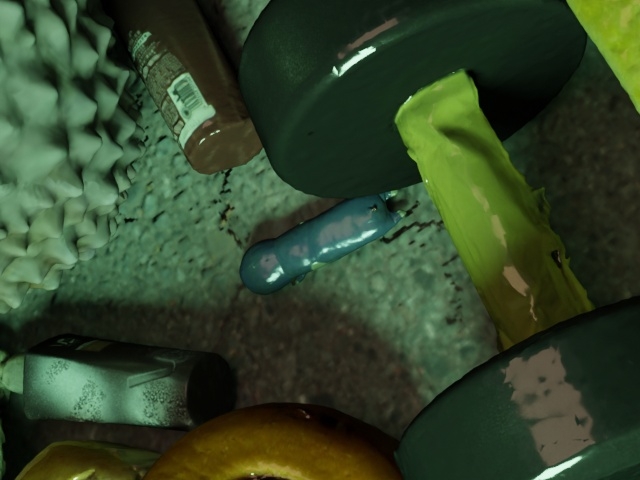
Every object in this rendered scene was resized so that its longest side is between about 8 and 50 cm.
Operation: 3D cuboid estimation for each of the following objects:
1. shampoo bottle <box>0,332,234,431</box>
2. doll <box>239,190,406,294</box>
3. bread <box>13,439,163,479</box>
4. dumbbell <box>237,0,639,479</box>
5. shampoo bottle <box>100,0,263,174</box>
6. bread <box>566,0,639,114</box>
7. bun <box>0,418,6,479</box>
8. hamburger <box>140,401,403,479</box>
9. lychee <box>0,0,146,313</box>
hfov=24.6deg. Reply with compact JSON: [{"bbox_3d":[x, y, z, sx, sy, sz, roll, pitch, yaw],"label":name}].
[{"bbox_3d":[-0.159,0.100,1.022,0.207,0.057,0.064,2,94,32],"label":"shampoo bottle"},{"bbox_3d":[0.000,0.000,0.972,0.125,0.027,0.037,-26,70,19],"label":"doll"},{"bbox_3d":[-0.171,0.246,0.971,0.140,0.106,0.236,18,88,32],"label":"bread"},{"bbox_3d":[0.098,-0.002,0.816,0.203,0.203,0.322,-32,66,20],"label":"dumbbell"},{"bbox_3d":[-0.115,-0.152,1.043,0.068,0.067,0.236,-29,65,0],"label":"shampoo bottle"},{"bbox_3d":[0.179,-0.101,0.772,0.245,0.233,0.362,-1,81,29],"label":"bread"},{"bbox_3d":[-0.345,0.172,1.034,0.259,0.152,0.259,-6,81,37],"label":"bun"},{"bbox_3d":[-0.023,0.198,0.862,0.236,0.147,0.237,-3,50,3],"label":"hamburger"},{"bbox_3d":[-0.316,-0.100,0.934,0.380,0.432,0.380,-16,66,41],"label":"lychee"}]
